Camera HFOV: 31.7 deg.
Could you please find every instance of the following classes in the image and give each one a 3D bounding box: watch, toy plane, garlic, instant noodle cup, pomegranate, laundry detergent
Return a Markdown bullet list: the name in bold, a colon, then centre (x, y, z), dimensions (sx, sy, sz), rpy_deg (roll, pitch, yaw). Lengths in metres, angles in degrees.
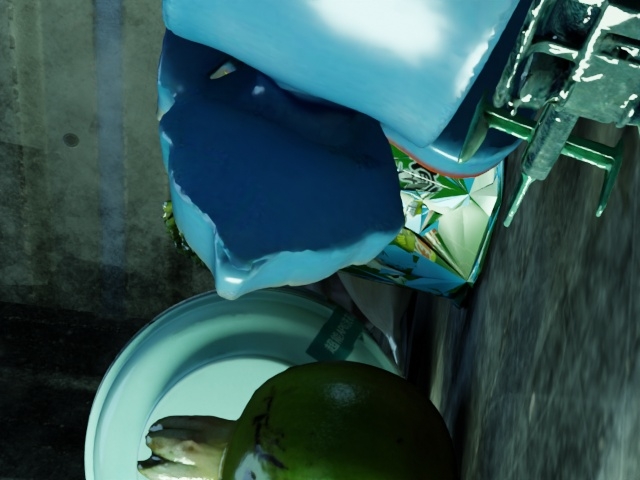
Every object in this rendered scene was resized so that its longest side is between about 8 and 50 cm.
- **watch**: centre (0.015, -0.139, 0.487), dimensions (0.274, 0.241, 0.305), rpy_deg (120, 171, -64)
- **toy plane**: centre (0.091, -0.069, 0.368), dimensions (0.235, 0.060, 0.096), rpy_deg (103, -178, -59)
- **garlic**: centre (0.068, 0.025, 1.240), dimensions (0.148, 0.128, 0.267), rpy_deg (-57, -34, -63)
- **instant noodle cup**: centre (0.029, -0.074, 0.811), dimensions (0.240, 0.178, 0.240), rpy_deg (-173, 90, -89)
- **pomegranate**: centre (-0.015, 0.159, 0.739), dimensions (0.180, 0.209, 0.180), rpy_deg (8, -90, -86)
- **laundry detergent**: centre (-0.056, 0.182, 1.031), dimensions (0.305, 0.287, 0.287), rpy_deg (88, -171, -88)

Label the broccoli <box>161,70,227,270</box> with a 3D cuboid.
- **broccoli**: centre (-0.050, -0.120, 1.012), dimensions (0.361, 0.221, 0.252), rpy_deg (60, -141, -42)

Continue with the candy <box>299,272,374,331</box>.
- **candy**: centre (0.000, 0.000, 1.401), dimensions (0.157, 0.214, 0.290), rpy_deg (42, -125, -83)
